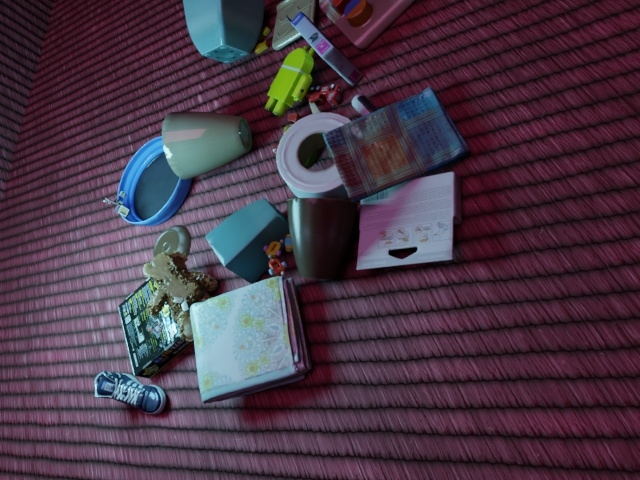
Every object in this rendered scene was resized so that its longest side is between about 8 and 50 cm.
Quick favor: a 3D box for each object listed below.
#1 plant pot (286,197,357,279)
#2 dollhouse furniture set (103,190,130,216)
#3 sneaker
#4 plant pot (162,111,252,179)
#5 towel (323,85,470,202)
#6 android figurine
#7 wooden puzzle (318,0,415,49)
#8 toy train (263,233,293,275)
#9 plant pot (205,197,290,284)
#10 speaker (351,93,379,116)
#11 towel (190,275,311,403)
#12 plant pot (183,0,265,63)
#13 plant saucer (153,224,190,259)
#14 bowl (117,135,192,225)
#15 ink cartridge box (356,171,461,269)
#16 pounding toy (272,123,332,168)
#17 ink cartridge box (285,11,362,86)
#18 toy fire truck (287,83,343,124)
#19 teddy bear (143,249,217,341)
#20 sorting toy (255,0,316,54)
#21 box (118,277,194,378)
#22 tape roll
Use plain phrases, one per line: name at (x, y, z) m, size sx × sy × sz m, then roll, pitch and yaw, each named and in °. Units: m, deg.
plant pot at (0.000, 0.000, 1.653) m, size 0.215 × 0.215 × 0.231 m, roll 0°, pitch 86°, yaw 35°
dollhouse furniture set at (-0.824, -0.154, 2.246) m, size 0.114 × 0.081 × 0.091 m, roll 26°, pitch 87°, yaw 39°
sneaker at (-0.674, 0.529, 1.916) m, size 0.282 × 0.153 × 0.099 m, roll 11°, pitch 79°, yaw 37°
plant pot at (-0.407, -0.377, 2.064) m, size 0.273 × 0.256 × 0.257 m, roll -7°, pitch 67°, yaw 16°
towel at (0.216, -0.287, 1.623) m, size 0.370 × 0.040 × 0.272 m, roll -22°, pitch 61°, yaw 3°
android figurine at (-0.107, -0.581, 1.996) m, size 0.273 × 0.056 × 0.248 m, roll -61°, pitch 33°, yaw 6°
wooden puzzle at (0.167, -0.890, 1.957) m, size 0.322 × 0.080 × 0.348 m, roll -41°, pitch 54°, yaw 14°
toy train at (-0.111, 0.050, 1.763) m, size 0.166 × 0.046 × 0.125 m, roll -31°, pitch 61°, yaw -26°
plant pot at (-0.221, -0.013, 1.823) m, size 0.234 × 0.165 × 0.165 m, roll -44°, pitch 53°, yaw 4°
speaker at (0.157, -0.420, 1.790) m, size 0.055 × 0.055 × 0.136 m, roll -43°, pitch 53°, yaw 13°
towel at (-0.224, 0.306, 1.704) m, size 0.374 × 0.090 × 0.321 m, roll -19°, pitch 65°, yaw 16°
plant pot at (-0.387, -0.869, 2.225) m, size 0.247 × 0.247 × 0.253 m, roll -5°, pitch 85°, yaw 41°
plant saucer at (-0.587, 0.028, 2.136) m, size 0.198 × 0.036 × 0.199 m, roll -14°, pitch 65°, yaw 31°
bowl at (-0.684, -0.241, 2.286) m, size 0.391 × 0.077 × 0.392 m, roll -14°, pitch 64°, yaw 30°
ink cartridge box at (0.249, -0.044, 1.566) m, size 0.296 × 0.066 × 0.261 m, roll -8°, pitch 67°, yaw 33°
pounding toy at (-0.081, -0.340, 1.887) m, size 0.236 × 0.110 × 0.183 m, roll -17°, pitch 63°, yaw 29°
ink cartridge box at (0.010, -0.678, 1.913) m, size 0.065 × 0.185 × 0.311 m, roll -46°, pitch 52°, yaw 14°
toy fire truck at (-0.016, -0.473, 1.936) m, size 0.192 × 0.047 × 0.135 m, roll 4°, pitch 75°, yaw 35°
teddy bear at (-0.472, 0.193, 1.906) m, size 0.338 × 0.113 × 0.245 m, roll 32°, pitch 74°, yaw 15°
sorting toy at (-0.133, -0.863, 2.186) m, size 0.307 × 0.041 × 0.229 m, roll -17°, pitch 59°, yaw 36°
box at (-0.603, 0.297, 2.012) m, size 0.257 × 0.079 × 0.322 m, roll -39°, pitch 54°, yaw 14°
tape roll at (0.009, -0.260, 1.746) m, size 0.286 × 0.100 × 0.286 m, roll -5°, pitch 68°, yaw 13°
